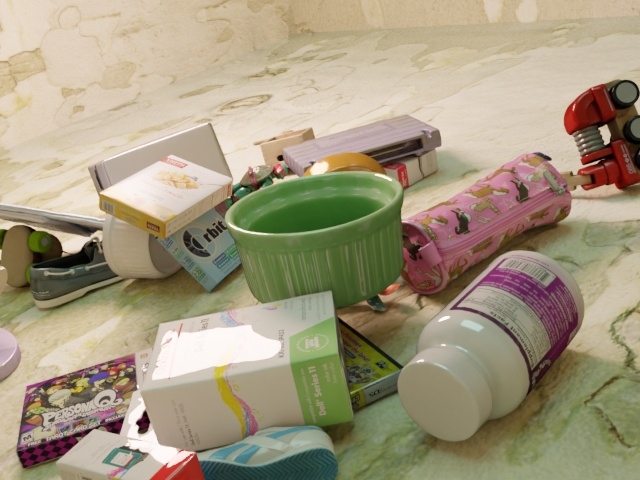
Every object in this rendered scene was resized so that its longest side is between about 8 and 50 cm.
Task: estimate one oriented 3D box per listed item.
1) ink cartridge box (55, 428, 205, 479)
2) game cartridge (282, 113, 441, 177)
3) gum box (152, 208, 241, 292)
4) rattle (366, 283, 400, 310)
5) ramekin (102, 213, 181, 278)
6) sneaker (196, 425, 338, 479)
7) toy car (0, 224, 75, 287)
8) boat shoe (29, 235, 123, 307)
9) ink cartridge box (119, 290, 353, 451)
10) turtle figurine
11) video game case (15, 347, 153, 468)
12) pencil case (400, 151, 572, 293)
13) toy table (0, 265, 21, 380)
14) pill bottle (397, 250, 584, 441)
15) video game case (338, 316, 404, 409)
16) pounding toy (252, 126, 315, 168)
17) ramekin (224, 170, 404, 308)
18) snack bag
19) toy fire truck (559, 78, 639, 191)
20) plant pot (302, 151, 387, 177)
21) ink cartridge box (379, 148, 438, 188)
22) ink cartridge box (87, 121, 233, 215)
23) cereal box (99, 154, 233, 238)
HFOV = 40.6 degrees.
[{"bbox_3d":[-0.214,0.332,1.098,0.231,0.134,0.078,3,27,33],"label":"ink cartridge box"},{"bbox_3d":[0.098,-0.231,2.170,0.355,0.068,0.230,-16,17,-10],"label":"game cartridge"},{"bbox_3d":[-0.251,0.000,1.848,0.041,0.184,0.157,-46,-2,39],"label":"gum box"},{"bbox_3d":[0.061,0.088,1.651,0.199,0.143,0.130,10,62,15],"label":"rattle"},{"bbox_3d":[-0.371,-0.011,1.905,0.109,0.207,0.207,9,30,26],"label":"ramekin"},{"bbox_3d":[-0.093,0.307,1.170,0.228,0.087,0.092,-7,16,-4],"label":"sneaker"},{"bbox_3d":[-0.677,0.040,2.098,0.155,0.149,0.188,3,-1,27],"label":"toy car"},{"bbox_3d":[-0.510,0.046,1.970,0.319,0.099,0.116,-27,24,-31],"label":"boat shoe"},{"bbox_3d":[-0.140,0.199,1.291,0.353,0.119,0.207,-12,23,2],"label":"ink cartridge box"},{"bbox_3d":[-0.156,-0.132,2.182,0.234,0.118,0.175,-21,14,3],"label":"turtle figurine"},{"bbox_3d":[-0.381,0.273,1.445,0.232,0.042,0.210,-16,23,-7],"label":"video game case"},{"bbox_3d":[0.304,-0.035,1.647,0.386,0.167,0.160,-26,59,-28],"label":"pencil case"},{"bbox_3d":[-0.714,0.173,1.712,0.274,0.161,0.252,5,28,38],"label":"toy table"},{"bbox_3d":[0.242,0.149,1.232,0.169,0.169,0.301,7,30,40],"label":"pill bottle"},{"bbox_3d":[-0.032,0.216,1.398,0.248,0.035,0.275,-22,23,-19],"label":"video game case"},{"bbox_3d":[-0.100,-0.256,2.473,0.181,0.094,0.206,-12,13,16],"label":"pounding toy"},{"bbox_3d":[0.000,0.000,1.475,0.303,0.148,0.303,-9,21,4],"label":"ramekin"},{"bbox_3d":[-0.596,-0.039,2.049,0.342,0.037,0.323,8,-5,4],"label":"snack bag"},{"bbox_3d":[0.559,-0.196,1.830,0.246,0.217,0.158,-20,-6,-2],"label":"toy fire truck"},{"bbox_3d":[0.065,-0.047,1.775,0.205,0.205,0.188,-15,38,-3],"label":"plant pot"},{"bbox_3d":[0.205,-0.183,2.157,0.150,0.063,0.109,-29,27,-35],"label":"ink cartridge box"},{"bbox_3d":[-0.419,-0.171,2.220,0.285,0.166,0.395,-24,11,-17],"label":"ink cartridge box"},{"bbox_3d":[-0.321,-0.098,1.823,0.173,0.047,0.240,22,35,21],"label":"cereal box"}]
